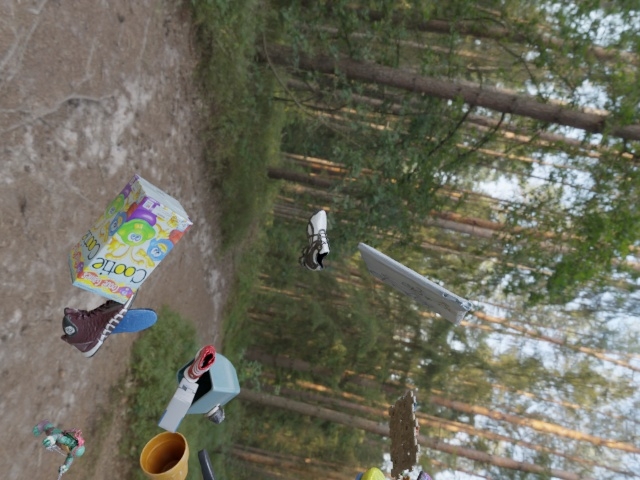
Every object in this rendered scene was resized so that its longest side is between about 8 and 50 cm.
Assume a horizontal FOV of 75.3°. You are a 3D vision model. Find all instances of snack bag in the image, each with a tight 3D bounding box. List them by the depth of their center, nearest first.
[{"bbox_3d":[0.250,0.118,1.137,0.037,0.323,0.342,-56,159,-7],"label":"snack bag"}]

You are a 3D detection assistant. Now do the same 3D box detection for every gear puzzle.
[{"bbox_3d":[0.283,0.673,1.343,0.338,0.044,0.175,-83,-163,-48],"label":"gear puzzle"}]

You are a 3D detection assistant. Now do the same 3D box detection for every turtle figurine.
[{"bbox_3d":[-0.864,0.691,1.392,0.118,0.234,0.175,-28,120,-48],"label":"turtle figurine"}]

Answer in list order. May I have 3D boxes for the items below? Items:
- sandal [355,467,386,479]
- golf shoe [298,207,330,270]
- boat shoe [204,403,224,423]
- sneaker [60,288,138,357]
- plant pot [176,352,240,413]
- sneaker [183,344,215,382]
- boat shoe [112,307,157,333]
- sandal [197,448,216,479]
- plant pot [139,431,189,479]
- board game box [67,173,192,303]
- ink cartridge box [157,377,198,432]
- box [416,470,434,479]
[{"bbox_3d":[0.086,0.719,0.983,0.126,0.138,0.317,44,40,-36],"label":"sandal"},{"bbox_3d":[0.000,0.000,1.306,0.077,0.094,0.198,1,103,-50],"label":"golf shoe"},{"bbox_3d":[-0.431,0.722,1.710,0.075,0.065,0.206,-37,172,-22],"label":"boat shoe"},{"bbox_3d":[-0.747,0.237,1.372,0.281,0.162,0.106,-55,-160,-8],"label":"sneaker"},{"bbox_3d":[-0.576,0.764,2.207,0.252,0.247,0.247,35,21,-45],"label":"plant pot"},{"bbox_3d":[-0.460,0.486,1.710,0.128,0.087,0.221,-38,-168,19],"label":"sneaker"},{"bbox_3d":[-0.750,0.289,1.544,0.089,0.258,0.109,-151,-119,-61],"label":"boat shoe"},{"bbox_3d":[-0.383,0.858,1.430,0.097,0.055,0.254,94,-29,-57],"label":"sandal"},{"bbox_3d":[-0.699,1.027,1.913,0.205,0.205,0.187,-74,163,-55],"label":"plant pot"},{"bbox_3d":[-0.484,-0.002,1.054,0.275,0.142,0.144,-49,135,3],"label":"board game box"},{"bbox_3d":[-0.593,0.685,1.738,0.139,0.082,0.191,-60,-170,-1],"label":"ink cartridge box"},{"bbox_3d":[0.433,1.006,1.622,0.116,0.162,0.029,-46,176,-35],"label":"box"}]
